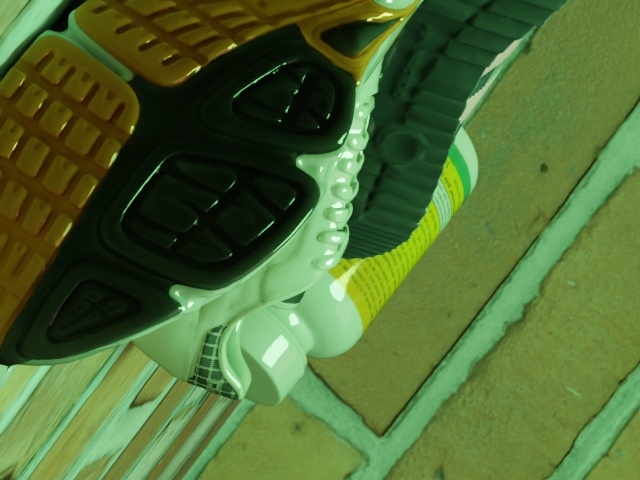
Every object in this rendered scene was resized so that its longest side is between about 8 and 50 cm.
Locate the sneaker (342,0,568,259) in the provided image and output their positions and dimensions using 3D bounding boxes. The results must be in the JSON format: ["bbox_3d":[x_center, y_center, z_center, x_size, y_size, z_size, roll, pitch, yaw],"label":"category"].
[{"bbox_3d":[0.066,-0.143,1.071,0.319,0.112,0.131,-55,-164,32],"label":"sneaker"}]

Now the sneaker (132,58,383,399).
[{"bbox_3d":[-0.015,-0.036,0.949,0.235,0.095,0.090,-56,174,16],"label":"sneaker"}]

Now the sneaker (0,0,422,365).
[{"bbox_3d":[-0.032,-0.049,0.660,0.262,0.099,0.121,-50,179,-28],"label":"sneaker"}]

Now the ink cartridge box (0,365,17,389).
[{"bbox_3d":[-0.154,0.071,0.727,0.115,0.029,0.063,-52,176,-25],"label":"ink cartridge box"}]

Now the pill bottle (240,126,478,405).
[{"bbox_3d":[0.000,0.000,1.262,0.208,0.117,0.117,-51,176,-22],"label":"pill bottle"}]
